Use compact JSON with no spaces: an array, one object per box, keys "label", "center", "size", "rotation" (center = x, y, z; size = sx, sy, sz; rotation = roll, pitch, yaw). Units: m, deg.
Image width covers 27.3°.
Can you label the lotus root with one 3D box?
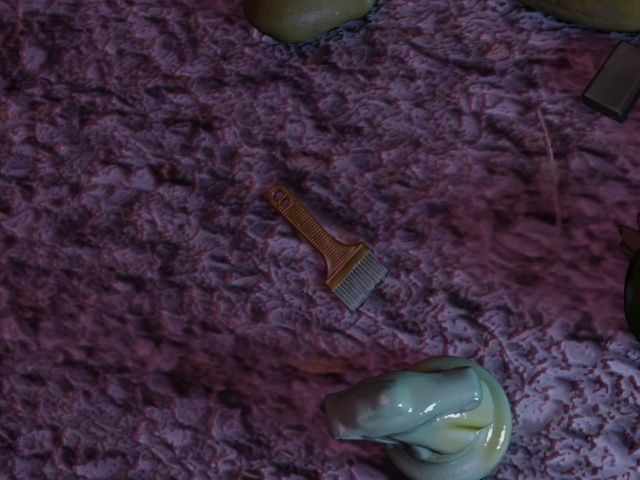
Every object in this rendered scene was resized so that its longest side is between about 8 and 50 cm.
[{"label":"lotus root","center":[0.356,-0.358,1.714],"size":[0.343,0.169,0.151],"rotation":[26,61,24]}]

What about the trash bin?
[{"label":"trash bin","center":[0.396,-0.210,1.739],"size":[0.061,0.043,0.092],"rotation":[32,85,22]}]

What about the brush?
[{"label":"brush","center":[0.000,0.000,1.828],"size":[0.082,0.010,0.218],"rotation":[-46,67,3]}]

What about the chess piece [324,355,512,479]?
[{"label":"chess piece","center":[0.125,0.206,1.586],"size":[0.176,0.298,0.176],"rotation":[-5,75,19]}]

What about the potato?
[{"label":"potato","center":[-0.013,-0.354,1.856],"size":[0.194,0.157,0.157],"rotation":[3,77,5]}]

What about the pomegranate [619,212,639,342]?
[{"label":"pomegranate","center":[0.444,0.047,1.602],"size":[0.187,0.187,0.225],"rotation":[-35,43,7]}]
